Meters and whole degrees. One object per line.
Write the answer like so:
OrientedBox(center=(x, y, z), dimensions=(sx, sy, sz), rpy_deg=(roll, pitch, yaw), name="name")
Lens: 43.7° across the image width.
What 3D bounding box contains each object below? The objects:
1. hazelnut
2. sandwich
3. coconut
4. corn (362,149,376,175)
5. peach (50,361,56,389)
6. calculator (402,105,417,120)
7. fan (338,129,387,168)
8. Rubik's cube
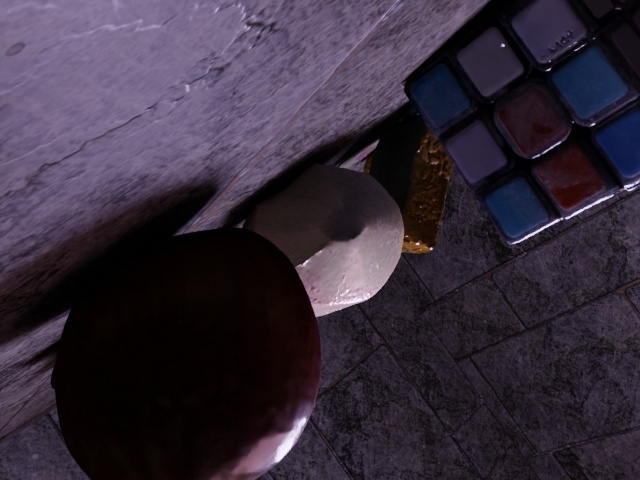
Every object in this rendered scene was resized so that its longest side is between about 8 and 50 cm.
OrientedBox(center=(-0.192, 0.186, 1.165), dimensions=(0.421, 0.421, 0.352), rpy_deg=(-35, 133, -5), name="hazelnut")
OrientedBox(center=(0.179, -0.119, 1.723), dimensions=(0.271, 0.099, 0.301), rpy_deg=(-8, -114, 64), name="sandwich")
OrientedBox(center=(0.000, 0.000, 1.555), dimensions=(0.297, 0.297, 0.309), rpy_deg=(-34, 179, -25), name="coconut")
OrientedBox(center=(0.203, -0.224, 1.996), dimensions=(0.106, 0.106, 0.305), rpy_deg=(-34, 173, -35), name="corn")
OrientedBox(center=(-0.437, 0.267, 1.618), dimensions=(0.196, 0.190, 0.226), rpy_deg=(-33, -174, 44), name="peach")
OrientedBox(center=(0.220, -0.294, 1.766), dimensions=(0.094, 0.019, 0.141), rpy_deg=(-35, 179, 6), name="calculator")
OrientedBox(center=(0.107, -0.208, 1.969), dimensions=(0.182, 0.010, 0.310), rpy_deg=(-35, 177, -3), name="fan")
OrientedBox(center=(0.423, -0.253, 1.359), dimensions=(0.359, 0.363, 0.362), rpy_deg=(-32, -176, 42), name="Rubik's cube")
